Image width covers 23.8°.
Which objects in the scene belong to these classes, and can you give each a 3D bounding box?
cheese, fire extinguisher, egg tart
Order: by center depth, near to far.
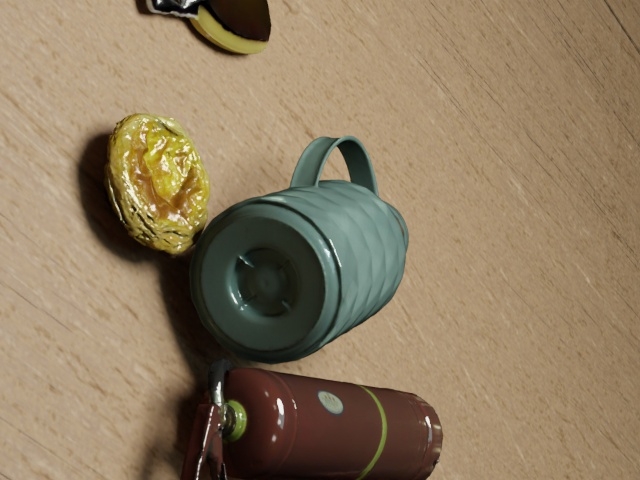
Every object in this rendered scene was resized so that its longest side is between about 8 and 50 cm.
[{"bbox_3d":[-0.143,-0.046,1.298,0.130,0.052,0.130,30,51,-45],"label":"egg tart"},{"bbox_3d":[-0.014,0.181,1.335,0.341,0.105,0.141,15,62,-55],"label":"fire extinguisher"},{"bbox_3d":[-0.109,-0.222,1.440,0.162,0.036,0.086,-3,81,-56],"label":"cheese"}]

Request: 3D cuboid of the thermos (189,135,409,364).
[{"bbox_3d":[0.000,0.000,1.394,0.286,0.145,0.182,-26,113,-67],"label":"thermos"}]
